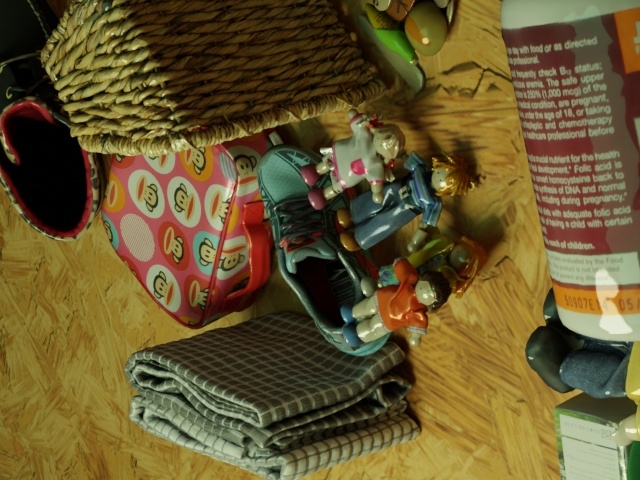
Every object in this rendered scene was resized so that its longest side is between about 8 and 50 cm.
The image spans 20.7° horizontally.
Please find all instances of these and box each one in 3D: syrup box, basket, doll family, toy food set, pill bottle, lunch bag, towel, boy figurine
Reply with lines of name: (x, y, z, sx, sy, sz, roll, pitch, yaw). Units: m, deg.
syrup box: (0.306, 0.268, 1.735, 0.093, 0.096, 0.236, 10, 114, 51)
basket: (-0.125, -0.170, 1.907, 0.223, 0.299, 0.213, 60, 141, 12)
doll family: (0.095, -0.015, 1.863, 0.163, 0.118, 0.263, -27, 72, 38)
toy food set: (0.091, -0.254, 1.816, 0.132, 0.039, 0.192, 51, 139, 24)
pill bottle: (0.278, -0.130, 1.489, 0.224, 0.224, 0.392, 0, 106, 51)
lunch bag: (-0.145, -0.042, 2.138, 0.258, 0.120, 0.293, 45, 136, 29)
towel: (-0.058, 0.172, 2.036, 0.284, 0.235, 0.121, 15, 111, 47)
boy figurine: (0.321, 0.110, 1.603, 0.092, 0.177, 0.285, 38, 161, -33)

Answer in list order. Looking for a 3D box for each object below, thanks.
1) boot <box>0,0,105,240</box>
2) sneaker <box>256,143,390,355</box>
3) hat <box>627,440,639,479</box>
boot: (-0.371, -0.176, 2.244, 0.284, 0.138, 0.377, -125, 19, -78)
sneaker: (0.000, 0.000, 1.945, 0.104, 0.125, 0.261, -31, 75, 13)
hat: (0.396, 0.244, 1.674, 0.208, 0.183, 0.173, -37, 57, 11)
